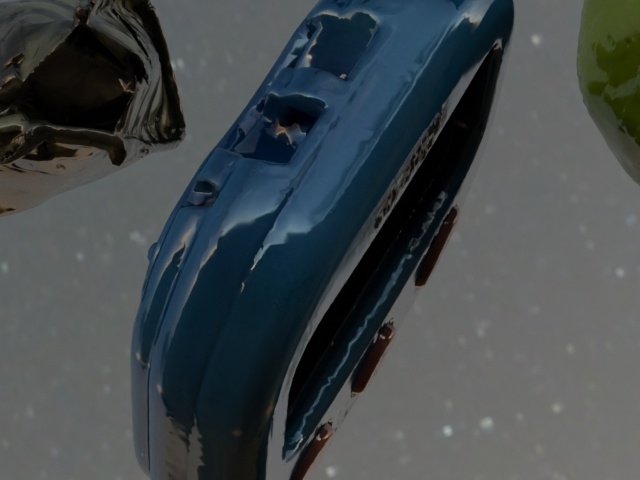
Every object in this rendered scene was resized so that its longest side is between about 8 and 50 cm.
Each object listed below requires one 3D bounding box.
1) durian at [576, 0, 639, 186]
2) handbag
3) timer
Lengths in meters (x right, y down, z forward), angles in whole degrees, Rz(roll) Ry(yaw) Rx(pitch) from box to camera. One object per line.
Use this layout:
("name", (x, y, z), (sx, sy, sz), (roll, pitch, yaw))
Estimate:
("durian", (0.289, -0.125, 1.324), (0.256, 0.340, 0.204), (-8, -66, -25))
("handbag", (-0.275, -0.088, 1.482), (0.325, 0.327, 0.162), (-16, -84, 1))
("timer", (0.000, 0.000, 1.188), (0.115, 0.340, 0.309), (27, -29, 11))
